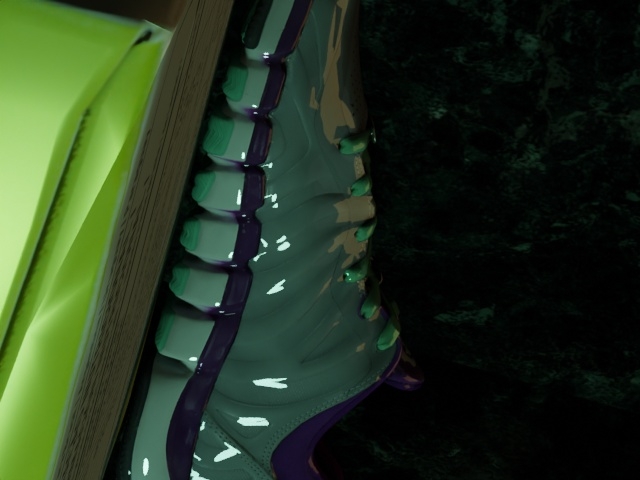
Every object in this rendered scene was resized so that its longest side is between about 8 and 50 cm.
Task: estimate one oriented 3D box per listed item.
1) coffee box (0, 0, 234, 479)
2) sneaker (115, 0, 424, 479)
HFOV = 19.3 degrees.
[{"bbox_3d":[-0.212,-0.039,0.581,0.334,0.338,0.338,-78,-175,-57],"label":"coffee box"},{"bbox_3d":[0.000,0.000,0.665,0.083,0.098,0.223,-85,-169,-72],"label":"sneaker"}]
